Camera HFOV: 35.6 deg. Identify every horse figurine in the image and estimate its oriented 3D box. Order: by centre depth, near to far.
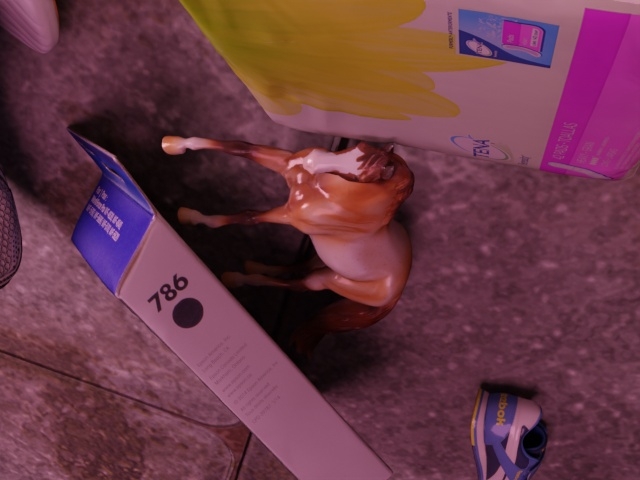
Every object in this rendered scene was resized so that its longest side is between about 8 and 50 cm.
[{"bbox_3d":[0.000,0.000,0.702,0.174,0.066,0.263,2,147,19],"label":"horse figurine"}]

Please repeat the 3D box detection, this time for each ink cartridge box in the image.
[{"bbox_3d":[-0.088,0.065,0.756,0.333,0.065,0.165,52,170,-25],"label":"ink cartridge box"}]

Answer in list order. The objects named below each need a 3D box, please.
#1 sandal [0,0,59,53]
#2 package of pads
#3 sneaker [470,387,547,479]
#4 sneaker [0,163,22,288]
[{"bbox_3d":[-0.191,-0.222,0.593,0.102,0.076,0.265,33,157,12],"label":"sandal"},{"bbox_3d":[0.060,-0.111,0.476,0.229,0.101,0.296,11,174,11],"label":"package of pads"},{"bbox_3d":[0.164,0.185,0.844,0.059,0.053,0.144,-2,131,18],"label":"sneaker"},{"bbox_3d":[-0.285,-0.092,0.672,0.146,0.134,0.344,13,136,30],"label":"sneaker"}]
